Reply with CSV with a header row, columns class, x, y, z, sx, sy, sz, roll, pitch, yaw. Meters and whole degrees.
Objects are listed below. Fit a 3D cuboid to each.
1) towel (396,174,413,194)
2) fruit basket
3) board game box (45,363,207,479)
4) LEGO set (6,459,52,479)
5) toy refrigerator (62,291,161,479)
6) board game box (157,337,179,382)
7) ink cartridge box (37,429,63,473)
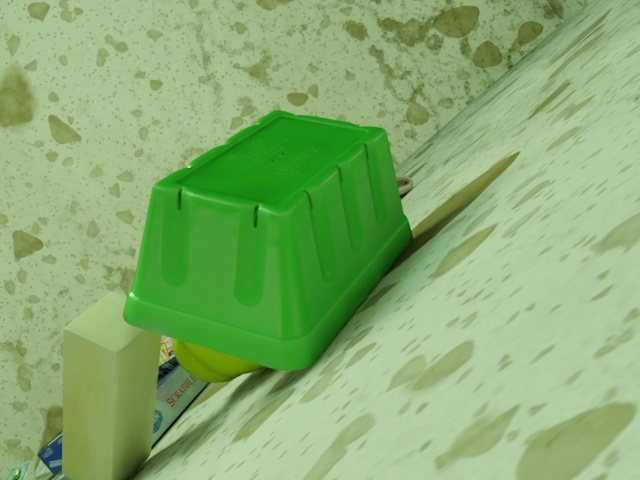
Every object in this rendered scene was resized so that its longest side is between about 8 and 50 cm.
class,x,y,z,sx,sy,sz,roll,pitch,yaw
towel,0.008,-0.068,1.929,0.316,0.054,0.332,-9,-11,-28
fruit basket,-0.068,0.053,1.046,0.392,0.282,0.393,13,-90,-68
board game box,-0.378,0.375,1.423,0.318,0.066,0.319,-40,3,23
LEGO set,-0.613,0.542,1.679,0.244,0.060,0.183,-25,37,31
toy refrigerator,-0.290,0.213,1.122,0.102,0.094,0.270,-46,-26,-53
board game box,-0.313,0.261,1.574,0.193,0.045,0.147,-32,-29,9
ink cartridge box,-0.383,0.305,1.393,0.097,0.046,0.207,-37,3,20
